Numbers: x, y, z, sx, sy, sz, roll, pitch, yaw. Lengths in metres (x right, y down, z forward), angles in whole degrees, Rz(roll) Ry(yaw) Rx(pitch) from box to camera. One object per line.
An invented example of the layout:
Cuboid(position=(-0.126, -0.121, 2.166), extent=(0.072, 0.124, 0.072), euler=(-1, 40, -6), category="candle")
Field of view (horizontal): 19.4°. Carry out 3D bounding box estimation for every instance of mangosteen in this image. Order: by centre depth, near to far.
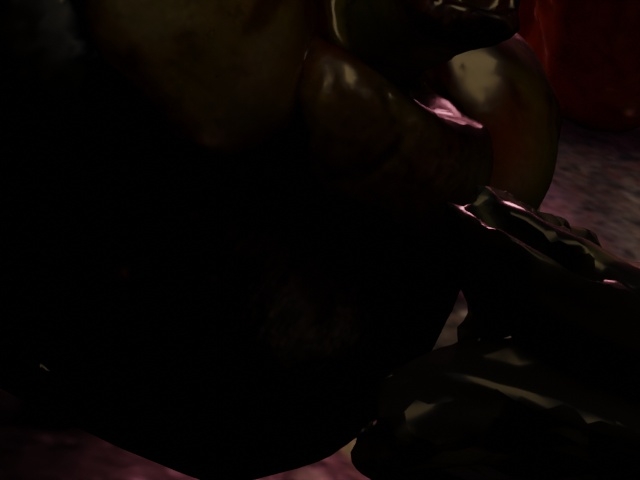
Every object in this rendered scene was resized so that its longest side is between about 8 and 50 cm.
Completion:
Cuboid(position=(-0.048, -0.038, 0.697), extent=(0.287, 0.287, 0.233), euler=(26, 71, 17), category="mangosteen")

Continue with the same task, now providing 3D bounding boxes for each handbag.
Cuboid(position=(0.219, 0.115, 0.613), extent=(0.416, 0.180, 0.317), euler=(25, -4, 17), category="handbag")

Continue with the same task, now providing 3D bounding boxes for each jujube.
Cuboid(position=(0.198, -0.195, 1.165), extent=(0.174, 0.250, 0.174), euler=(13, 24, -6), category="jujube")

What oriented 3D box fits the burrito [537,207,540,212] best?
Cuboid(position=(0.000, 0.000, 0.920), extent=(0.275, 0.059, 0.082), euler=(-8, 49, -35), category="burrito")
